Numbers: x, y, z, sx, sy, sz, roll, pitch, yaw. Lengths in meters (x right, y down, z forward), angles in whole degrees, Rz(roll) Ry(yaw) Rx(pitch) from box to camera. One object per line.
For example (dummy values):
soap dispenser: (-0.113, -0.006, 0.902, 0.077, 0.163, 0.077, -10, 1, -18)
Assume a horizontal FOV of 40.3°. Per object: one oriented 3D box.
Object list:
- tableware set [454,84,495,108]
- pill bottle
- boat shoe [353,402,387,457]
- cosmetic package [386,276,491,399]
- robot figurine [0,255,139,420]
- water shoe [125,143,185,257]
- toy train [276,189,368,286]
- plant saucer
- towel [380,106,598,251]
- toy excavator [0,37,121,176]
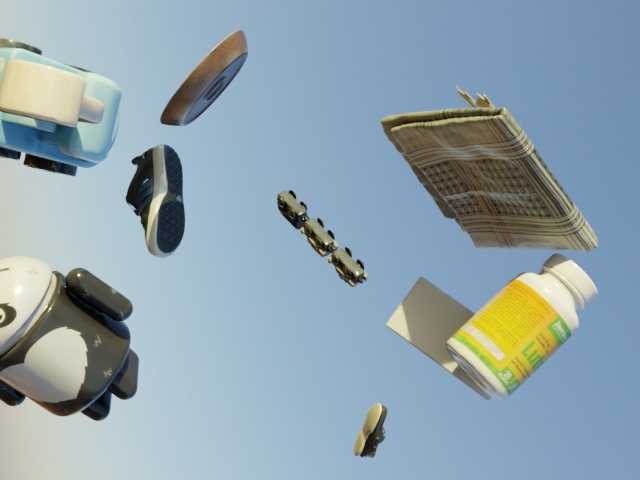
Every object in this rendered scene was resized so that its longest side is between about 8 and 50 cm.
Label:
tableware set: (0.299, -0.210, 1.515, 0.141, 0.020, 0.168, 42, 8, -21)
pill bottle: (0.342, 0.140, 1.466, 0.136, 0.246, 0.136, 47, -5, 5)
boat shoe: (0.102, 0.361, 1.660, 0.049, 0.042, 0.133, -96, -159, -57)
cosmetic package: (0.248, 0.178, 1.599, 0.231, 0.117, 0.085, 37, 3, 14)
robot figurine: (-0.391, 0.146, 1.265, 0.278, 0.209, 0.174, 45, -23, -28)
water shoe: (-0.259, -0.054, 1.357, 0.073, 0.080, 0.203, 45, 35, -48)
toy train: (0.000, 0.000, 1.009, 0.158, 0.027, 0.036, 46, -29, 29)
plant saucer: (-0.152, -0.213, 1.187, 0.029, 0.168, 0.168, 42, -25, -2)
towel: (0.275, -0.097, 1.498, 0.312, 0.056, 0.324, 48, -20, -26)
toy excavator: (-0.468, -0.240, 1.560, 0.445, 0.433, 0.222, 11, -92, 33)
